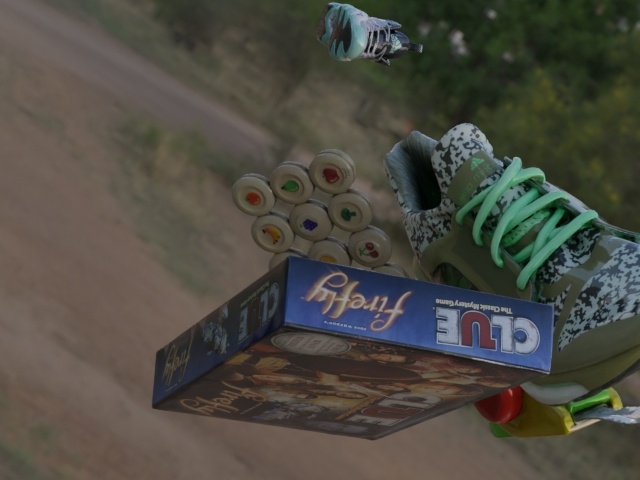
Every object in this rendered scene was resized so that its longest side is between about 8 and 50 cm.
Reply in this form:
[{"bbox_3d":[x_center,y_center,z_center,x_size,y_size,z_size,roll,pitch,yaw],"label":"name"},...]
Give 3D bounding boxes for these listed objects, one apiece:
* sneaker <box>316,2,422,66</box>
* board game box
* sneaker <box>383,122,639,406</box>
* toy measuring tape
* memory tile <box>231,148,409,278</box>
[{"bbox_3d":[0.039,-0.139,1.134,0.069,0.038,0.098,15,16,-14],"label":"sneaker"},{"bbox_3d":[0.011,0.073,1.006,0.165,0.042,0.243,11,-19,-20],"label":"board game box"},{"bbox_3d":[0.148,0.000,1.277,0.182,0.158,0.410,53,-13,-20],"label":"sneaker"},{"bbox_3d":[0.215,0.107,1.428,0.121,0.121,0.330,33,-20,-15],"label":"toy measuring tape"},{"bbox_3d":[0.000,0.000,1.332,0.148,0.113,0.012,63,30,-24],"label":"memory tile"}]
